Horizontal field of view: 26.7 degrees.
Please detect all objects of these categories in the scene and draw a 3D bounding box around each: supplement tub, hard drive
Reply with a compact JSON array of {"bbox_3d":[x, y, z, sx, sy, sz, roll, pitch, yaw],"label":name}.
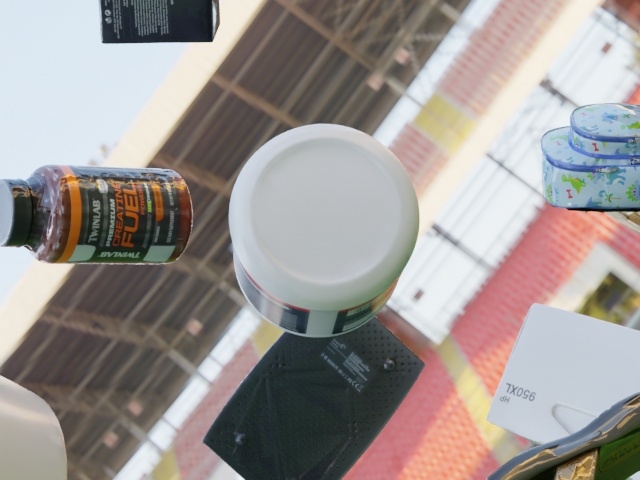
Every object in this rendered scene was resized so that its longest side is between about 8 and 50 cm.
[{"bbox_3d":[0.000,0.000,1.444,0.191,0.191,0.272,-49,-6,-11],"label":"supplement tub"},{"bbox_3d":[-0.010,0.195,1.634,0.255,0.172,0.054,-49,9,-16],"label":"hard drive"},{"bbox_3d":[-0.241,-0.026,1.410,0.198,0.106,0.106,0,-45,-33],"label":"supplement tub"}]

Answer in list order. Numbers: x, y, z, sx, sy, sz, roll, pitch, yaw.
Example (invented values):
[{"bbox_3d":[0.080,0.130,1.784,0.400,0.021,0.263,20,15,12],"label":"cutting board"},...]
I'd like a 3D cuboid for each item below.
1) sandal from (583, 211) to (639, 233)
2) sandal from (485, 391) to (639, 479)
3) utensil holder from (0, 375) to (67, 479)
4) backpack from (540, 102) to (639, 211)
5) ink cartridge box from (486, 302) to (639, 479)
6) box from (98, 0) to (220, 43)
[{"bbox_3d":[0.429,-0.055,1.803,0.088,0.240,0.079,-1,-70,-50],"label":"sandal"},{"bbox_3d":[0.161,0.173,0.878,0.219,0.060,0.090,-24,-40,-21],"label":"sandal"},{"bbox_3d":[-0.452,0.194,1.099,0.385,0.327,0.328,31,-81,-37],"label":"utensil holder"},{"bbox_3d":[0.258,-0.077,1.228,0.105,0.114,0.084,-79,-17,-63],"label":"backpack"},{"bbox_3d":[0.443,0.237,1.642,0.395,0.285,0.166,27,-98,-39],"label":"ink cartridge box"},{"bbox_3d":[-0.225,-0.334,1.904,0.156,0.158,0.093,-91,0,-72],"label":"box"}]
